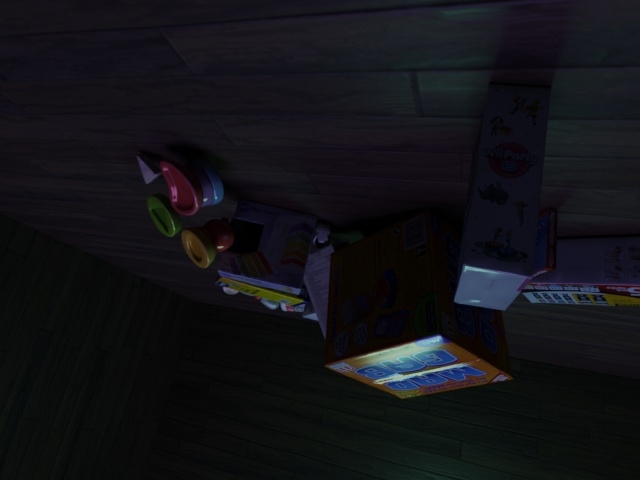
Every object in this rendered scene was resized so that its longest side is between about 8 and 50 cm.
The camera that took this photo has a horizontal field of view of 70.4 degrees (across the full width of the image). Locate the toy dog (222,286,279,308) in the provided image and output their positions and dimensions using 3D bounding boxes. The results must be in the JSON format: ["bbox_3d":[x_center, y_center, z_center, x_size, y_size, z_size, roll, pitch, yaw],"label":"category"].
[{"bbox_3d":[-0.317,0.209,2.229,0.161,0.220,0.333,-39,142,28],"label":"toy dog"}]

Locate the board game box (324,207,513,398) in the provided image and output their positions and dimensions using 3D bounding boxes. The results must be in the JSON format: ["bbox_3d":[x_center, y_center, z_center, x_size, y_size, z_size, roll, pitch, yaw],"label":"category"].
[{"bbox_3d":[0.265,0.198,1.274,0.356,0.357,0.356,-26,135,37],"label":"board game box"}]

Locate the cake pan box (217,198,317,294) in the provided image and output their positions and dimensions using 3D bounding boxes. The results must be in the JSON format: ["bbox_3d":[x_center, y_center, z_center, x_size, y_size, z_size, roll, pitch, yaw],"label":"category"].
[{"bbox_3d":[-0.162,0.015,1.388,0.266,0.246,0.070,14,158,1],"label":"cake pan box"}]

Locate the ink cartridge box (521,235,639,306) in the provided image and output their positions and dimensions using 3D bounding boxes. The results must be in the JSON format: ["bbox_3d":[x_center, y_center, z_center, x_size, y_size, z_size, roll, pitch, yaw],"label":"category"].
[{"bbox_3d":[0.716,0.098,1.217,0.309,0.130,0.271,-3,157,39],"label":"ink cartridge box"}]

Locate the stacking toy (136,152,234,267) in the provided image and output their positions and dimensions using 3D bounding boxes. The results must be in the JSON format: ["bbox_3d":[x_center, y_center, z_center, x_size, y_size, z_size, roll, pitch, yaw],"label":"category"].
[{"bbox_3d":[-0.363,-0.112,1.271,0.279,0.130,0.309,30,135,30],"label":"stacking toy"}]

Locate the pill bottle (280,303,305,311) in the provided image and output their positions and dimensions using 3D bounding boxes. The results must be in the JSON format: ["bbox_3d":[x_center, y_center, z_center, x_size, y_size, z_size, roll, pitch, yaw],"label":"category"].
[{"bbox_3d":[-0.012,0.238,2.040,0.317,0.177,0.176,2,161,8],"label":"pill bottle"}]

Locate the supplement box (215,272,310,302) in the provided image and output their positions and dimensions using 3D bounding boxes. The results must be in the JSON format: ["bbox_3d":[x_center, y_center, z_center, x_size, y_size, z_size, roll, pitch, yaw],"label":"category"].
[{"bbox_3d":[-0.215,0.122,1.825,0.356,0.194,0.195,18,162,-16],"label":"supplement box"}]

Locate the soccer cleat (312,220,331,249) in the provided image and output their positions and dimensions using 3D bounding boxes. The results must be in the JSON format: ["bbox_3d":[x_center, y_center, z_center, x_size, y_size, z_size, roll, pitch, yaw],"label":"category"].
[{"bbox_3d":[0.000,0.000,1.500,0.068,0.076,0.196,12,162,2],"label":"soccer cleat"}]

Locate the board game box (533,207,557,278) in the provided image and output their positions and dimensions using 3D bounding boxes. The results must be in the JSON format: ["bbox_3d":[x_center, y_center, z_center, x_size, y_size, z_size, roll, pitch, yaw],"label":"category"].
[{"bbox_3d":[0.508,0.036,1.148,0.027,0.145,0.281,10,163,-1],"label":"board game box"}]

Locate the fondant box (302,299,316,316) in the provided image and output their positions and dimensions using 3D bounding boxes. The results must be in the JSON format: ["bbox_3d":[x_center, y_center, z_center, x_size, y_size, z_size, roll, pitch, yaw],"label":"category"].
[{"bbox_3d":[0.041,0.177,1.744,0.096,0.239,0.330,17,162,-12],"label":"fondant box"}]

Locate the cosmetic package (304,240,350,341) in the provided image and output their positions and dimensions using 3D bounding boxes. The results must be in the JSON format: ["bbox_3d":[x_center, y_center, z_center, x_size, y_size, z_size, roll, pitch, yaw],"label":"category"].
[{"bbox_3d":[0.059,0.175,1.471,0.160,0.310,0.113,-24,171,34],"label":"cosmetic package"}]

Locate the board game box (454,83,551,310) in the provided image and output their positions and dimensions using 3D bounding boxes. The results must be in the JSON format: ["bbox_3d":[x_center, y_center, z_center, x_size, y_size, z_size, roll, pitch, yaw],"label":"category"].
[{"bbox_3d":[0.291,-0.060,0.745,0.097,0.304,0.224,8,162,14],"label":"board game box"}]
